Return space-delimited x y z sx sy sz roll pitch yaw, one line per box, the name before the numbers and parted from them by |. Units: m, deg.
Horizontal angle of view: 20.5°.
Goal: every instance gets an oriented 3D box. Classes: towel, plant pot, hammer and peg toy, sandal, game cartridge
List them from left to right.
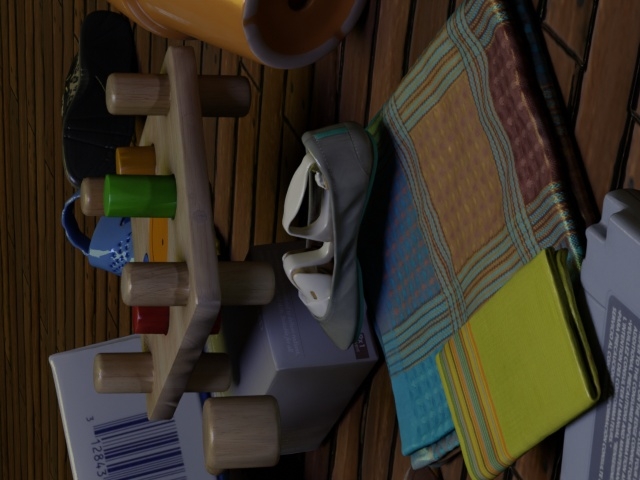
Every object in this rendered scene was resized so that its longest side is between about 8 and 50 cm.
sandal | -0.202 0.014 2.015 0.317 0.138 0.126 -134 42 -56
hammer and peg toy | -0.129 0.049 1.535 0.266 0.127 0.361 118 148 -59
plant pot | -0.064 -0.239 1.456 0.188 0.205 0.205 40 138 40
towel | 0.099 -0.002 1.306 0.370 0.040 0.271 127 131 -64
towel | 0.129 0.088 1.162 0.237 0.021 0.102 122 134 -66
game cartridge | 0.210 0.142 1.037 0.198 0.062 0.297 -135 40 -53

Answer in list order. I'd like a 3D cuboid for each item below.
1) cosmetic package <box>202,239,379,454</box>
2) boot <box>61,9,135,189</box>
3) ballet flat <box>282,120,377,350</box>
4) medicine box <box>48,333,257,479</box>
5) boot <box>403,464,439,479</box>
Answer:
cosmetic package | -0.032 0.103 1.625 0.238 0.107 0.127 111 148 -60
boot | -0.285 -0.148 2.222 0.178 0.085 0.236 127 149 -66
ballet flat | 0.000 0.000 1.417 0.072 0.068 0.213 -125 32 -49
medicine box | -0.154 0.248 1.826 0.289 0.149 0.263 63 -167 -76
boot | 0.079 0.245 1.473 0.087 0.042 0.118 141 126 -77
